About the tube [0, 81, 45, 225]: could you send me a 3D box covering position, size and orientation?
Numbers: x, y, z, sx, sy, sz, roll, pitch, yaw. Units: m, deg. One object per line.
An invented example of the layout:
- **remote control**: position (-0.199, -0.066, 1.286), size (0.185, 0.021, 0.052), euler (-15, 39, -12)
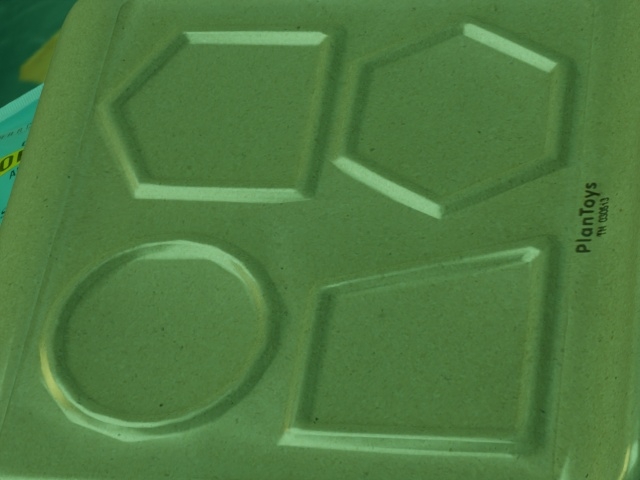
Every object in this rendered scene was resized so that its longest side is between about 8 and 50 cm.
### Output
- **tube**: position (-0.086, 0.001, 0.674), size (0.080, 0.052, 0.207), euler (-25, 37, 5)

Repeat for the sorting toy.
- **sorting toy**: position (0.000, 0.000, 0.574), size (0.208, 0.038, 0.193), euler (-2, 53, 16)
